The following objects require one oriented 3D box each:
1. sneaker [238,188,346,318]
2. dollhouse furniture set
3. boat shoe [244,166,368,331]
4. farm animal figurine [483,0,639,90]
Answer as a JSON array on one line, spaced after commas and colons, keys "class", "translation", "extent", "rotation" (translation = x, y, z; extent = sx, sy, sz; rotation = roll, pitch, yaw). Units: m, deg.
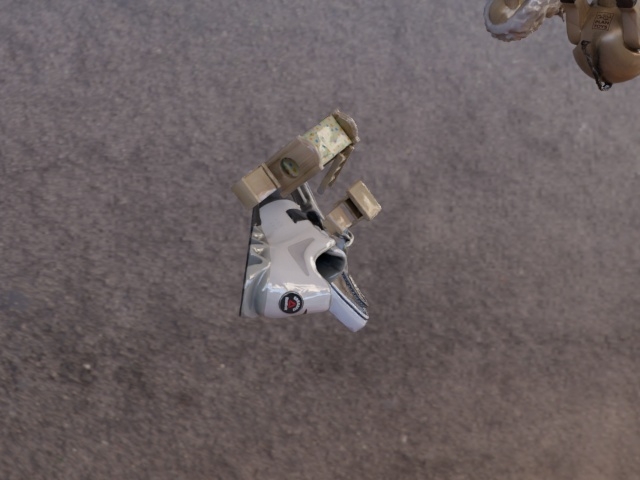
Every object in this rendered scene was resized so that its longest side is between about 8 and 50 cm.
[{"class": "sneaker", "translation": [-0.038, 0.017, 1.428], "extent": [0.146, 0.330, 0.122], "rotation": [5, 121, -5]}, {"class": "dollhouse furniture set", "translation": [0.001, -0.070, 1.364], "extent": [0.161, 0.101, 0.182], "rotation": [53, 43, -5]}, {"class": "boat shoe", "translation": [0.000, 0.000, 1.675], "extent": [0.119, 0.121, 0.335], "rotation": [-34, 96, 3]}, {"class": "farm animal figurine", "translation": [0.402, -0.297, 1.121], "extent": [0.327, 0.330, 0.172], "rotation": [-45, 135, -10]}]
